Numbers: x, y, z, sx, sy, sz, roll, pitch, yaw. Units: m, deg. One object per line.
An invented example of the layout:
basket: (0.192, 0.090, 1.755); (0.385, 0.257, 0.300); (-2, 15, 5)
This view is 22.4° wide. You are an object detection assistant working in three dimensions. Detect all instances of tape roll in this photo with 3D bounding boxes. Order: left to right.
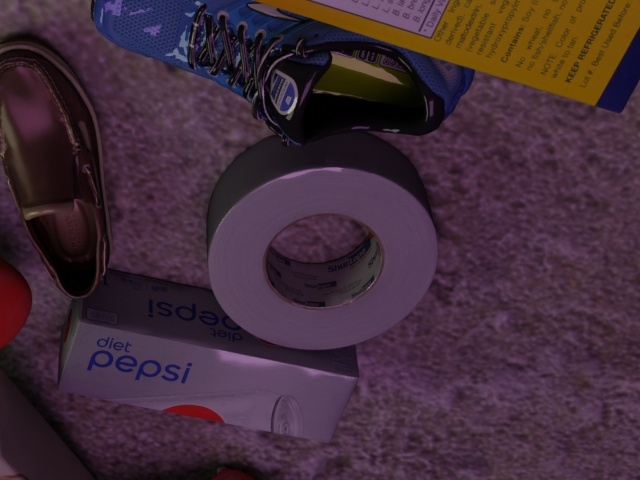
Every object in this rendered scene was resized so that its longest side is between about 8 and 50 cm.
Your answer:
tape roll: (0.000, 0.000, 1.545); (0.219, 0.072, 0.219); (-4, 127, -5)

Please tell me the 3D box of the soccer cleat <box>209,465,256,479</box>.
soccer cleat: (-0.146, 0.327, 1.691); (0.248, 0.095, 0.083); (-33, 138, -37)

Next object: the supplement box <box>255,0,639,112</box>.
supplement box: (0.099, -0.269, 1.239); (0.356, 0.195, 0.194); (15, 122, -17)

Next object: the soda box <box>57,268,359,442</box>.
soda box: (-0.111, 0.115, 1.608); (0.286, 0.091, 0.098); (13, 125, -16)

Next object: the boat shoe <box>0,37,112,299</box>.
boat shoe: (-0.238, -0.057, 1.460); (0.095, 0.095, 0.257); (-13, 127, 4)

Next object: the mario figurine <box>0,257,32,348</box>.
mario figurine: (-0.424, 0.017, 1.507); (0.320, 0.170, 0.198); (17, 161, -6)

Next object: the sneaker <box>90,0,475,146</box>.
sneaker: (-0.035, -0.165, 1.349); (0.330, 0.147, 0.130); (12, 126, 5)

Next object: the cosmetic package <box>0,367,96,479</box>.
cosmetic package: (-0.334, 0.256, 1.629); (0.160, 0.113, 0.309); (-17, 145, 7)
